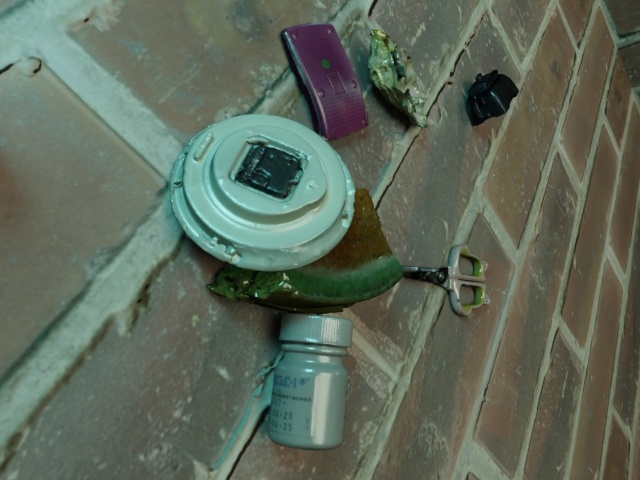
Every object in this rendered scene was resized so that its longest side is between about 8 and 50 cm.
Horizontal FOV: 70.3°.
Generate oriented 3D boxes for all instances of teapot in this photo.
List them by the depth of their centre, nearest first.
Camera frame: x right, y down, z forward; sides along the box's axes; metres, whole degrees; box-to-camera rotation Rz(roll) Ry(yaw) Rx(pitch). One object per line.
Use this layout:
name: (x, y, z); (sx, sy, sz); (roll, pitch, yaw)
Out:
teapot: (0.397, -0.352, 1.081); (0.096, 0.087, 0.177); (52, 54, -18)

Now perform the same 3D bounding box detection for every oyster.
oyster: (0.149, -0.290, 0.866); (0.209, 0.072, 0.132); (20, 63, -59)

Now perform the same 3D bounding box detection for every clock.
clock: (-0.067, -0.077, 0.566); (0.237, 0.053, 0.236); (5, 60, -9)

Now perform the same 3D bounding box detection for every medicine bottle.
medicine bottle: (-0.012, 0.188, 0.622); (0.105, 0.105, 0.167); (17, 74, -39)

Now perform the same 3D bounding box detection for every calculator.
calculator: (0.013, -0.268, 0.758); (0.127, 0.034, 0.190); (-30, 103, -39)

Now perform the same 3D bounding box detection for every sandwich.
sandwich: (0.007, 0.012, 0.660); (0.292, 0.109, 0.211); (23, 70, -37)

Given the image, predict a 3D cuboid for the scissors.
scissors: (0.263, 0.078, 0.937); (0.318, 0.024, 0.159); (9, 78, -41)
